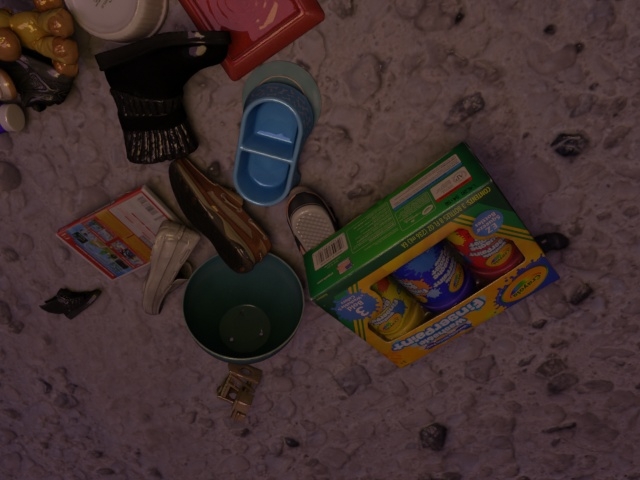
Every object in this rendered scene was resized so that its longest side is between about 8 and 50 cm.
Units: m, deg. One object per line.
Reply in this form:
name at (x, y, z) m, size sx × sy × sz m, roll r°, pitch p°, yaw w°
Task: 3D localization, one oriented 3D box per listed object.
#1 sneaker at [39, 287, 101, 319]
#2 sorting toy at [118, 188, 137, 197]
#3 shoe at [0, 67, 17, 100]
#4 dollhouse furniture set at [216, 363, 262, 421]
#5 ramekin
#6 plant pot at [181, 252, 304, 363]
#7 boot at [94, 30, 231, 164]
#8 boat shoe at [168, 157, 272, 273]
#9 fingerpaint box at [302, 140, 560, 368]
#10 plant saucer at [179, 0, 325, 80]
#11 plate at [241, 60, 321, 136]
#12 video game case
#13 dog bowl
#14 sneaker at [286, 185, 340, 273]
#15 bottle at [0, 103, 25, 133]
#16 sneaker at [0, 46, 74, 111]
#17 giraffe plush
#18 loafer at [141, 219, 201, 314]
sneaker at (-0.706, 0.167, 1.430) m, size 0.170 × 0.051 × 0.089 m, roll -34°, pitch 110°, yaw 22°
sorting toy at (-0.481, -0.098, 1.299) m, size 0.075 × 0.044 × 0.083 m, roll -5°, pitch 124°, yaw 22°
shoe at (-0.760, -0.350, 1.152) m, size 0.219 × 0.058 × 0.076 m, roll 16°, pitch 135°, yaw 37°
dollhouse furniture set at (-0.261, 0.468, 1.450) m, size 0.101 × 0.161 × 0.181 m, roll 24°, pitch 113°, yaw -4°
ramekin at (-0.441, -0.523, 1.074) m, size 0.207 × 0.109 × 0.207 m, roll 2°, pitch 114°, yaw 6°
plant pot at (-0.193, 0.192, 1.289) m, size 0.291 × 0.290 × 0.195 m, roll 13°, pitch 148°, yaw 1°
boot at (-0.319, -0.312, 1.119) m, size 0.348 × 0.131 × 0.260 m, roll -2°, pitch 112°, yaw 28°
boat shoe at (-0.245, -0.070, 1.246) m, size 0.324 × 0.120 × 0.122 m, roll 53°, pitch 146°, yaw 2°
fingerpaint box at (0.250, 0.062, 1.156) m, size 0.445 × 0.163 × 0.371 m, roll -35°, pitch 127°, yaw 18°
plant saucer at (-0.165, -0.518, 1.080) m, size 0.259 × 0.047 × 0.258 m, roll -29°, pitch 107°, yaw 16°
plate at (-0.092, -0.317, 1.170) m, size 0.188 × 0.024 × 0.188 m, roll 2°, pitch 113°, yaw 6°
video game case at (-0.499, -0.011, 1.308) m, size 0.285 × 0.025 × 0.204 m, roll -24°, pitch 130°, yaw 15°
dog bowl at (-0.118, -0.209, 1.172) m, size 0.166 × 0.074 × 0.297 m, roll 15°, pitch 122°, yaw -1°
sneaker at (0.000, 0.000, 1.252) m, size 0.126 × 0.127 × 0.321 m, roll -18°, pitch 135°, yaw -1°
bottle at (-0.863, -0.292, 1.215) m, size 0.283 × 0.118 × 0.092 m, roll 1°, pitch 72°, yaw 5°
sneaker at (-0.698, -0.381, 1.174) m, size 0.228 × 0.087 × 0.130 m, roll 25°, pitch 109°, yaw -9°
giraffe plush at (-0.625, -0.439, 1.055) m, size 0.210 × 0.171 × 0.181 m, roll 49°, pitch 144°, yaw 30°
loafer at (-0.392, 0.087, 1.317) m, size 0.112 × 0.112 × 0.319 m, roll 17°, pitch 130°, yaw -13°
